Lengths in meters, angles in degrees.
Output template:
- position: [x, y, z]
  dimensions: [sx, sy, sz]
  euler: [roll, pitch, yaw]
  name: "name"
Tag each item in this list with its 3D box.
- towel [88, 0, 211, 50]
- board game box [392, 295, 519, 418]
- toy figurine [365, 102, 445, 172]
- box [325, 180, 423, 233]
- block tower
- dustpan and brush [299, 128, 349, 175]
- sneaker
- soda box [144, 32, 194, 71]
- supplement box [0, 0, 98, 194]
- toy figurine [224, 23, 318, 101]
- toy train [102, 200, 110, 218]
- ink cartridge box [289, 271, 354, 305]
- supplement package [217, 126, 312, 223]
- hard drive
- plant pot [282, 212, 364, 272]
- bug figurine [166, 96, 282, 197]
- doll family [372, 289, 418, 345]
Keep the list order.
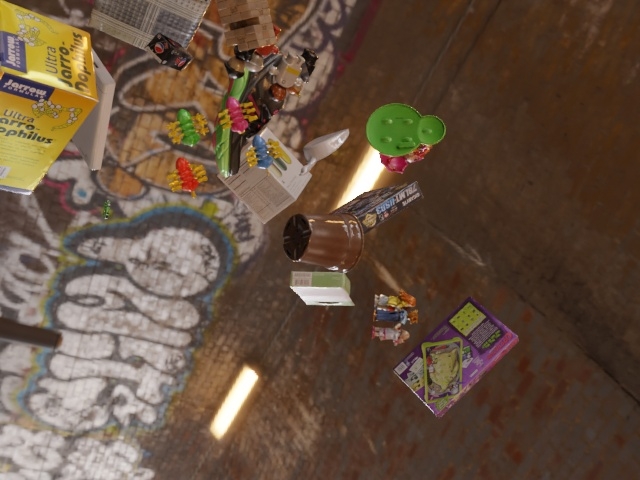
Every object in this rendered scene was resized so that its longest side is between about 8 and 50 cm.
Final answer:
- position: [-0.543, -0.724, 2.066]
  dimensions: [0.312, 0.324, 0.056]
  euler: [-40, -143, 52]
  name: "towel"
- position: [0.419, 0.358, 2.057]
  dimensions: [0.347, 0.056, 0.208]
  euler: [-42, -131, -5]
  name: "board game box"
- position: [0.193, -0.215, 1.502]
  dimensions: [0.159, 0.173, 0.130]
  euler: [71, 21, -69]
  name: "toy figurine"
- position: [0.150, -0.097, 2.246]
  dimensions: [0.293, 0.295, 0.073]
  euler: [-5, -67, 56]
  name: "box"
- position: [-0.197, -0.616, 1.534]
  dimensions: [0.097, 0.091, 0.336]
  euler: [-40, 122, -57]
  name: "block tower"
- position: [-0.012, -0.252, 1.933]
  dimensions: [0.147, 0.060, 0.211]
  euler: [-10, -160, 39]
  name: "dustpan and brush"
- position: [-0.231, -0.436, 2.217]
  dimensions: [0.185, 0.202, 0.483]
  euler: [-142, -111, -69]
  name: "sneaker"
- position: [-0.383, -0.478, 1.683]
  dimensions: [0.053, 0.060, 0.169]
  euler: [-46, -179, 9]
  name: "soda box"
- position: [-0.641, -0.282, 1.383]
  dimensions: [0.356, 0.195, 0.194]
  euler: [-37, -123, 36]
  name: "supplement box"
- position: [-0.131, -0.475, 1.778]
  dimensions: [0.148, 0.209, 0.213]
  euler: [-56, 180, 25]
  name: "toy figurine"
- position: [-0.706, -0.101, 2.182]
  dimensions: [0.024, 0.017, 0.083]
  euler: [65, -34, 25]
  name: "toy train"
- position: [0.012, 0.156, 2.107]
  dimensions: [0.235, 0.171, 0.056]
  euler: [55, 37, -69]
  name: "ink cartridge box"
- position: [-0.213, -0.251, 2.551]
  dimensions: [0.198, 0.263, 0.199]
  euler: [-34, -163, 36]
  name: "supplement package"
- position: [-0.791, -0.451, 2.264]
  dimensions: [0.233, 0.047, 0.353]
  euler: [52, -44, 28]
  name: "hard drive"
- position: [0.000, 0.000, 1.750]
  dimensions: [0.167, 0.165, 0.167]
  euler: [-10, -103, 51]
  name: "plant pot"
- position: [-0.240, -0.224, 1.565]
  dimensions: [0.072, 0.279, 0.216]
  euler: [-123, -161, -56]
  name: "bug figurine"
- position: [0.282, 0.268, 2.471]
  dimensions: [0.263, 0.163, 0.118]
  euler: [-78, 169, -56]
  name: "doll family"
